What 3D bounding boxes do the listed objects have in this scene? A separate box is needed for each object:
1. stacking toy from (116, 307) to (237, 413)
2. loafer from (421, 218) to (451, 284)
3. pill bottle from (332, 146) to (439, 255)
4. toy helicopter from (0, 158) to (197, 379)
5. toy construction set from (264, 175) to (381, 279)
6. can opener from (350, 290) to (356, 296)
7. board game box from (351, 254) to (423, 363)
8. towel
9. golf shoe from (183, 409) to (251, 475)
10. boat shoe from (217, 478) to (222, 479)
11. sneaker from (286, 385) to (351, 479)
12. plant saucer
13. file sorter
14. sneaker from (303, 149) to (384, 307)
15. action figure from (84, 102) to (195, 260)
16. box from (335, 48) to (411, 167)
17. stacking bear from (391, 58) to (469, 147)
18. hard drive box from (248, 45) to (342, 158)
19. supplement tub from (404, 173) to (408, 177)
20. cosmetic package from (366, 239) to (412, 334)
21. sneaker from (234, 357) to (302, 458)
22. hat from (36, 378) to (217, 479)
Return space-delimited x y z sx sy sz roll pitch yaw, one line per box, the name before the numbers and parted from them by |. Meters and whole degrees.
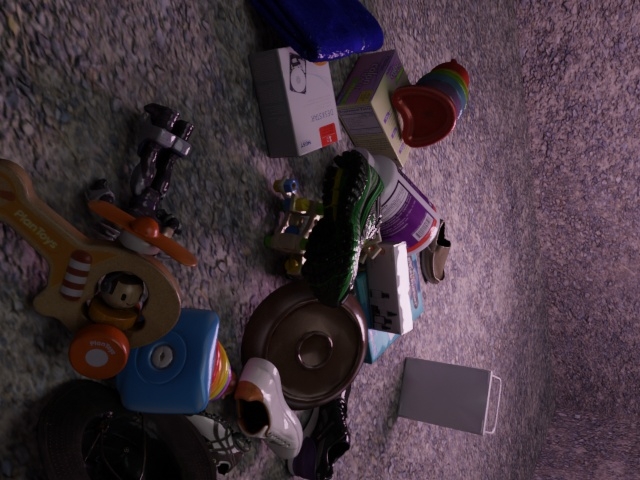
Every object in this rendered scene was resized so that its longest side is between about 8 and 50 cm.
stacking toy | -0.224 0.241 1.065 0.302 0.166 0.175 57 34 -65
loafer | 0.395 0.035 1.954 0.094 0.088 0.250 -34 119 -49
pill bottle | 0.167 -0.104 1.530 0.323 0.182 0.181 39 60 -37
toy helicopter | -0.343 0.015 0.834 0.355 0.235 0.140 49 11 -23
toy construction set | 0.000 0.000 1.365 0.328 0.151 0.214 23 73 -41
can opener | -0.008 0.182 1.404 0.283 0.076 0.095 -44 135 -42
board game box | 0.179 0.160 1.666 0.336 0.079 0.253 -31 116 -50
towel | 0.006 -0.511 1.300 0.227 0.076 0.308 47 40 7
golf shoe | -0.215 0.397 1.131 0.198 0.077 0.093 52 57 -36
boat shoe | -0.169 0.575 1.170 0.340 0.113 0.127 49 54 -44
sneaker | 0.037 0.474 1.444 0.283 0.124 0.107 -59 136 -34
plant saucer | -0.021 0.240 1.286 0.311 0.050 0.310 -3 98 -24
file sorter | 0.421 0.504 1.860 0.173 0.278 0.192 33 65 -55
sneaker | 0.073 -0.017 1.237 0.146 0.134 0.343 31 67 -40
action figure | -0.296 -0.081 0.983 0.185 0.099 0.284 34 68 -58
box | 0.169 -0.357 1.594 0.243 0.118 0.213 54 50 -42
stacking bear | 0.331 -0.405 1.596 0.289 0.165 0.175 -55 134 -45
hard drive box | -0.052 -0.322 1.311 0.181 0.089 0.232 -33 118 -48
supplement tub | 0.214 -0.151 1.707 0.107 0.071 0.070 -46 128 -44
cosmetic package | 0.178 0.121 1.508 0.061 0.099 0.238 -17 104 -48
sneaker | -0.122 0.389 1.214 0.123 0.106 0.289 -61 142 -48
hat | -0.315 0.378 0.896 0.134 0.331 0.331 -48 142 10
